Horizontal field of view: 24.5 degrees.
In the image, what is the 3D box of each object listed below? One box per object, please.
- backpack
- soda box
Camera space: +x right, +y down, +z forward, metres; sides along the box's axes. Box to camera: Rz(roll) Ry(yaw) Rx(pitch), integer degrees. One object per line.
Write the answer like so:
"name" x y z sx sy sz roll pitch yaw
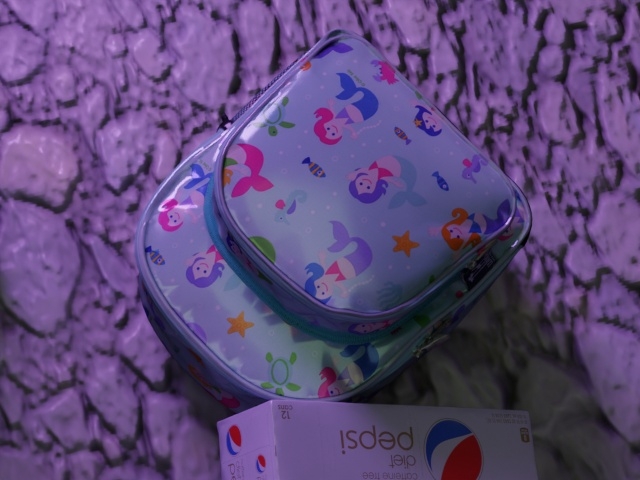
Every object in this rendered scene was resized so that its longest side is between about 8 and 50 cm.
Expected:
"backpack" 0.000 0.000 1.028 0.253 0.191 0.225 -42 82 -13
"soda box" 0.042 0.151 0.991 0.216 0.074 0.069 6 69 -33
